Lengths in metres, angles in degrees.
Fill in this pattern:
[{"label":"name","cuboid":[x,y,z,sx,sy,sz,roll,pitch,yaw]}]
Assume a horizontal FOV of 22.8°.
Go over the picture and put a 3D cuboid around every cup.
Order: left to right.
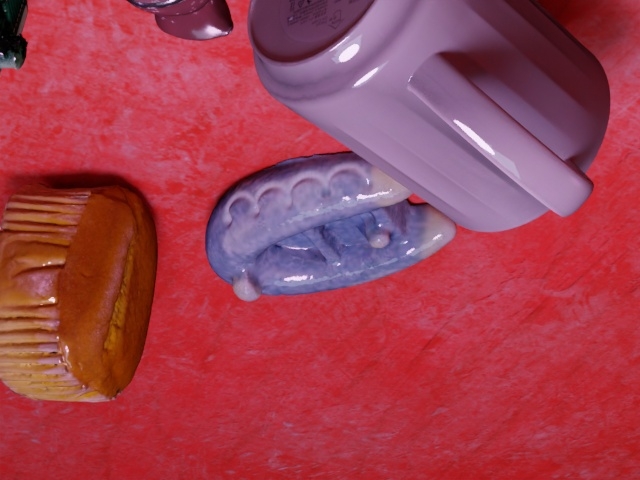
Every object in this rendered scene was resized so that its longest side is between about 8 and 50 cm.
[{"label":"cup","cuboid":[0.121,-0.156,1.553,0.237,0.323,0.327,-48,131,10]}]

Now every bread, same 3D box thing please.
[{"label":"bread","cuboid":[-0.302,0.061,2.014,0.156,0.288,0.204,-3,152,25]}]

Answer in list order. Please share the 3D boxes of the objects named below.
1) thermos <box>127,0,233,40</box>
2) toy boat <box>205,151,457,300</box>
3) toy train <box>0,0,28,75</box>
[{"label":"thermos","cuboid":[-0.188,-0.312,1.545,0.136,0.109,0.330,-5,148,17]},{"label":"toy boat","cuboid":[0.000,0.000,2.018,0.330,0.123,0.215,-10,147,23]},{"label":"toy train","cuboid":[-0.437,-0.238,1.670,0.269,0.154,0.115,4,150,5]}]
